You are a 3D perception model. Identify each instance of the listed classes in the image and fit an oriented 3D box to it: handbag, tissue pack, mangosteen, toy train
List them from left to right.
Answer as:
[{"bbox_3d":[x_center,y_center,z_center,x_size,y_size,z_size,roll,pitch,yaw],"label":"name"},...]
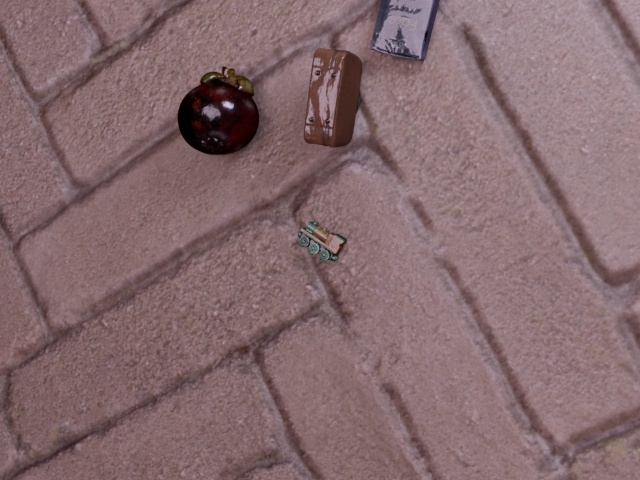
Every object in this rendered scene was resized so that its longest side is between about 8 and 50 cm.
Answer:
[{"bbox_3d":[-0.217,-0.282,1.904,0.199,0.200,0.200,2,95,23],"label":"mangosteen"},{"bbox_3d":[0.000,0.000,1.893,0.103,0.044,0.064,33,103,15],"label":"toy train"},{"bbox_3d":[0.028,-0.287,1.798,0.072,0.151,0.194,9,96,19],"label":"handbag"},{"bbox_3d":[0.174,-0.448,1.775,0.112,0.051,0.156,16,100,20],"label":"tissue pack"}]
